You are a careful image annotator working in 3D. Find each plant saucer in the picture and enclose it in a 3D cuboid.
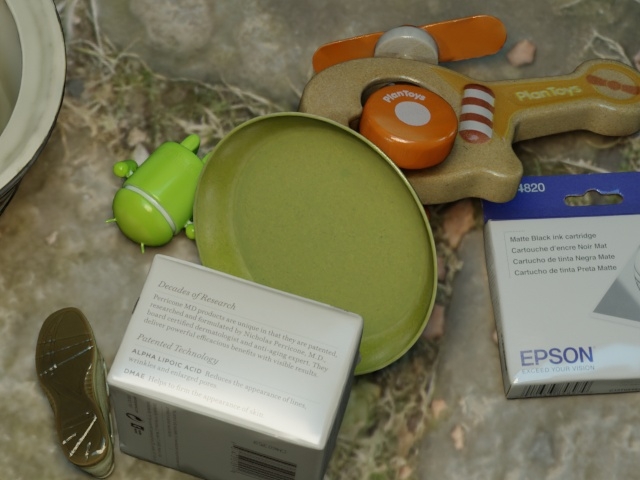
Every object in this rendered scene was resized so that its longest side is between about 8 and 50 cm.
[{"bbox_3d":[0.000,0.000,1.389,0.241,0.241,0.037,37,36,13],"label":"plant saucer"}]

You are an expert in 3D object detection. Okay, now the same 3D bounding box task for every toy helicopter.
[{"bbox_3d":[0.143,-0.127,1.502,0.355,0.140,0.235,-9,47,-23],"label":"toy helicopter"}]

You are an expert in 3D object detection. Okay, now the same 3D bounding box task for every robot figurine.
[{"bbox_3d":[-0.141,-0.043,1.466,0.101,0.067,0.115,40,69,1],"label":"robot figurine"}]

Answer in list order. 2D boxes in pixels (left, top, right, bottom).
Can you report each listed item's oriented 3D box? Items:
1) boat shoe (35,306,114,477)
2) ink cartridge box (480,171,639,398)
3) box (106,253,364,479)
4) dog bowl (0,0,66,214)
[{"bbox_3d":[-0.208,0.131,1.400,0.056,0.048,0.153,-21,61,0],"label":"boat shoe"},{"bbox_3d":[0.264,0.028,1.471,0.223,0.045,0.224,-3,65,-5],"label":"ink cartridge box"},{"bbox_3d":[-0.069,0.121,1.332,0.182,0.181,0.119,17,65,5],"label":"box"},{"bbox_3d":[-0.431,-0.124,1.411,0.408,0.150,0.408,6,58,-10],"label":"dog bowl"}]
